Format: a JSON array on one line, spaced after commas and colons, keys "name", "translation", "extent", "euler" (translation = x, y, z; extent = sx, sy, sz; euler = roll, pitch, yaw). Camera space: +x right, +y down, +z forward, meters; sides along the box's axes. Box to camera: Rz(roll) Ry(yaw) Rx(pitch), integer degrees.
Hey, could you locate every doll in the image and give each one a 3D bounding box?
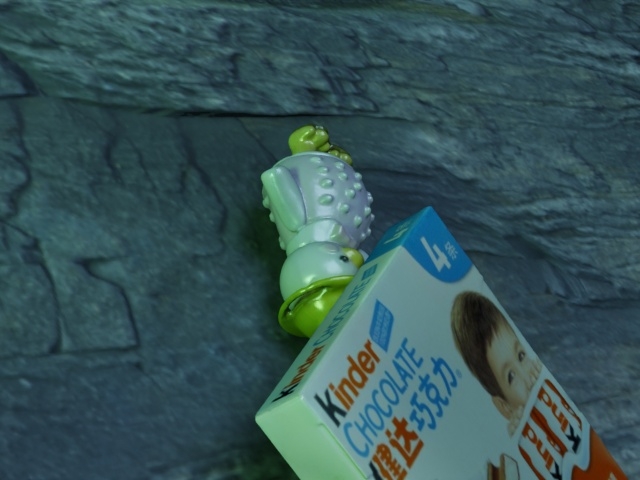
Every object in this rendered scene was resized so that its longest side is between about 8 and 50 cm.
[{"name": "doll", "translation": [0.000, 0.000, 1.327], "extent": [0.129, 0.081, 0.207], "euler": [46, 26, -37]}]

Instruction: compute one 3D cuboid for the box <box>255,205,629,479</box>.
[{"name": "box", "translation": [0.094, 0.143, 1.217], "extent": [0.265, 0.048, 0.273], "euler": [53, 33, -11]}]
